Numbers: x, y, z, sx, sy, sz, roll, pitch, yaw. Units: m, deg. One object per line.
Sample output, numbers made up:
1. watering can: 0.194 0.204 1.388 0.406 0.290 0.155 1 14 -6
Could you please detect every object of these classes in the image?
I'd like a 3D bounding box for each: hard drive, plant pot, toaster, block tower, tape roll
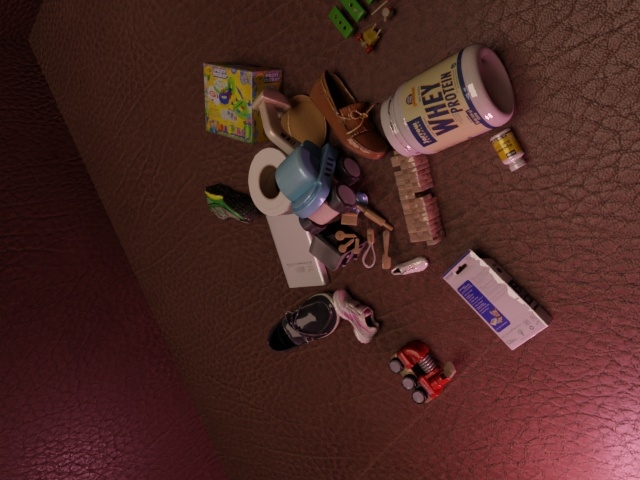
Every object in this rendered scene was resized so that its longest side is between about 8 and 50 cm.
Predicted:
1. hard drive: -0.104 0.033 2.127 0.233 0.047 0.353 -9 102 43
2. plant pot: -0.061 -0.453 1.891 0.236 0.032 0.236 18 119 36
3. toaster: 0.059 0.014 1.887 0.186 0.168 0.110 38 131 23
4. block tower: 0.331 -0.152 1.629 0.097 0.091 0.335 -8 102 44
5. tape roll: -0.176 -0.244 2.002 0.286 0.100 0.286 8 102 41

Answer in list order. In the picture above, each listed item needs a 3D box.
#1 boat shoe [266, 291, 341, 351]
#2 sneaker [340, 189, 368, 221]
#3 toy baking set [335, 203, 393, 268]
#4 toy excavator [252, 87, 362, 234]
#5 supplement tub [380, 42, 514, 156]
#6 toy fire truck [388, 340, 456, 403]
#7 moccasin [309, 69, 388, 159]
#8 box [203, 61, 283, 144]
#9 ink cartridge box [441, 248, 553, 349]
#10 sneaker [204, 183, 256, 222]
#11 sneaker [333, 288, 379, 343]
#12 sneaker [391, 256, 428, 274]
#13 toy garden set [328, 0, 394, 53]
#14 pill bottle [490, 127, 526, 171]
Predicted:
1. boat shoe: -0.082 0.391 2.187 0.500 0.156 0.186 -38 79 43
2. sneaker: 0.126 -0.122 1.836 0.063 0.073 0.162 43 130 19
3. toy baking set: 0.174 -0.011 1.784 0.256 0.030 0.196 30 86 3
4. toy excavator: -0.080 -0.310 1.765 0.445 0.433 0.222 33 136 -25
5. supplement tub: 0.362 -0.392 1.396 0.325 0.235 0.235 -19 95 44
6. toy fire truck: 0.405 0.475 1.806 0.246 0.158 0.217 -45 76 31
7. moccasin: 0.111 -0.442 1.682 0.380 0.139 0.147 59 144 18
8. box: -0.319 -0.572 1.968 0.290 0.177 0.279 23 122 34
9. ink cartridge box: 0.573 0.184 1.576 0.332 0.065 0.165 48 133 14
10. sneaker: -0.422 -0.156 2.291 0.343 0.134 0.146 30 133 40
11. sneaker: 0.156 0.296 1.979 0.252 0.103 0.111 51 129 5
12. sneaker: 0.327 0.101 1.762 0.152 0.061 0.053 -24 89 43
13. toy garden set: 0.160 -0.758 1.555 0.203 0.049 0.244 56 133 11
14. pill bottle: 0.552 -0.264 1.401 0.065 0.065 0.116 -32 86 45
